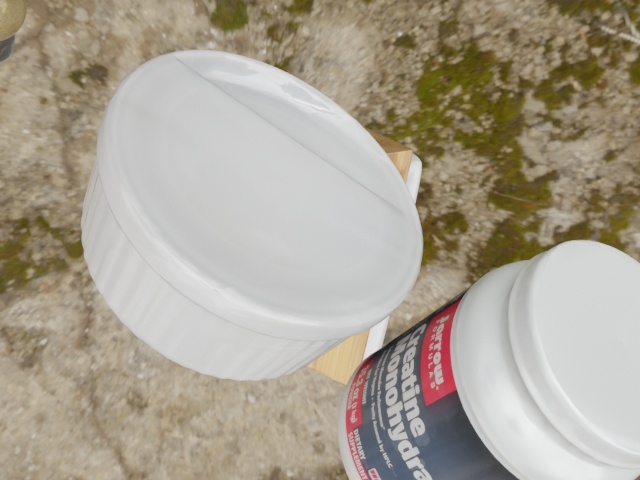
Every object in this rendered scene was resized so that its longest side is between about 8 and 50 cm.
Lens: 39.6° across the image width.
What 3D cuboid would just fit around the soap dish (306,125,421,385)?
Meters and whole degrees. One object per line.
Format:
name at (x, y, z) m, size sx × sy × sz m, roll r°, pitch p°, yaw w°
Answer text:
soap dish at (0.000, 0.000, 1.082) m, size 0.118 × 0.229 × 0.291 m, roll 4°, pitch 107°, yaw -29°

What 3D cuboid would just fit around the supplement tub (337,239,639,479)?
supplement tub at (0.153, 0.134, 0.738) m, size 0.191 × 0.272 × 0.191 m, roll 15°, pitch 56°, yaw -23°

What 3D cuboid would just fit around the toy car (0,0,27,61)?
toy car at (-0.383, -0.284, 1.006) m, size 0.149 × 0.155 × 0.188 m, roll 48°, pitch 130°, yaw 29°

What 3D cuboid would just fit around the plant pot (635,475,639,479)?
plant pot at (0.388, 0.396, 1.133) m, size 0.323 × 0.280 × 0.323 m, roll -5°, pitch 125°, yaw -7°

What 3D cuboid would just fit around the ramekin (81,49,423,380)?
ramekin at (-0.062, -0.013, 0.708) m, size 0.272 × 0.273 × 0.127 m, roll 34°, pitch 130°, yaw -7°
